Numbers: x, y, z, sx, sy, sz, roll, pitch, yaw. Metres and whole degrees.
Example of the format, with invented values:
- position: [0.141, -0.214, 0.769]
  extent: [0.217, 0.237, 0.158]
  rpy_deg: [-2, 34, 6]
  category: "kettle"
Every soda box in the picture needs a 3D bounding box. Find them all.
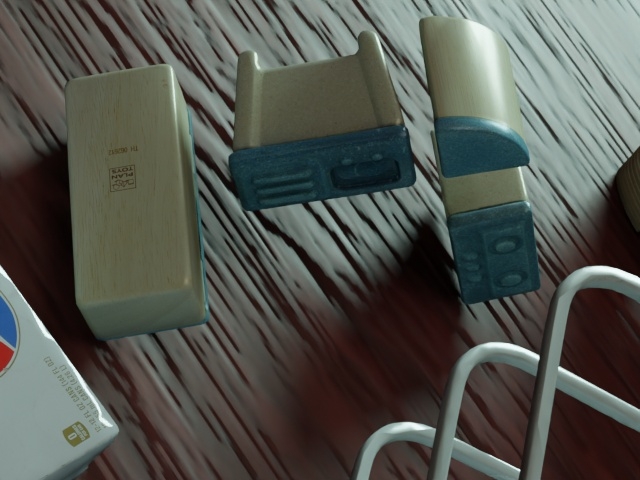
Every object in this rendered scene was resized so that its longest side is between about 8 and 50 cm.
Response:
- position: [-0.181, 0.022, 0.780]
  extent: [0.074, 0.069, 0.216]
  rpy_deg: [-31, 79, -41]
  category: "soda box"

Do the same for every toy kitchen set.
- position: [0.000, 0.000, 0.916]
  extent: [0.207, 0.166, 0.122]
  rpy_deg: [-9, 60, 4]
  category: "toy kitchen set"

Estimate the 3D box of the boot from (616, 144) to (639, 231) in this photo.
- position: [0.247, -0.003, 1.010]
  extent: [0.073, 0.152, 0.197]
  rpy_deg: [-19, 72, -39]
  category: "boot"

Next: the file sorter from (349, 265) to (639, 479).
- position: [0.081, 0.164, 0.716]
  extent: [0.193, 0.278, 0.173]
  rpy_deg: [28, 48, -14]
  category: "file sorter"
